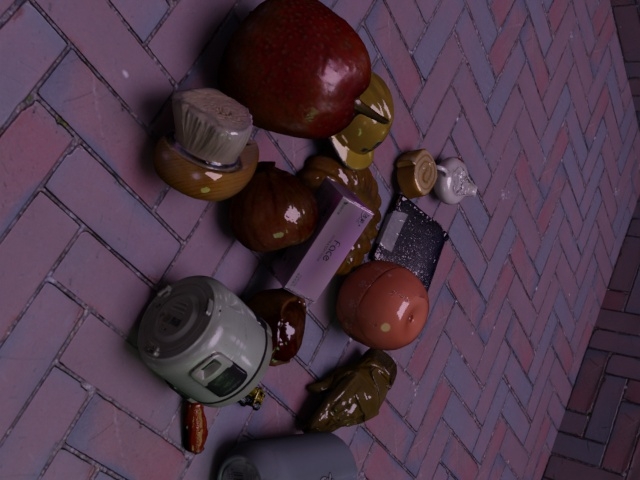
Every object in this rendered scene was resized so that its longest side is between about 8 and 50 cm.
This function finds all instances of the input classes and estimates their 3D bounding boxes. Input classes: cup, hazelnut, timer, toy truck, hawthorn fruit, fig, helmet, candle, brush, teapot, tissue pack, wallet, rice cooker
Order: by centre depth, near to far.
[{"bbox_3d":[-0.191,-0.192,1.487,0.267,0.174,0.166,-25,146,-60],"label":"brush"},{"bbox_3d":[-0.222,0.206,1.520,0.244,0.226,0.226,51,58,-47],"label":"rice cooker"},{"bbox_3d":[-0.021,-0.330,1.552,0.284,0.369,0.285,-62,175,-9],"label":"hawthorn fruit"},{"bbox_3d":[-0.264,0.373,1.636,0.053,0.048,0.162,0,109,-10],"label":"candle"},{"bbox_3d":[-0.106,-0.075,1.641,0.205,0.205,0.205,-14,109,-50],"label":"fig"},{"bbox_3d":[-0.099,0.188,1.712,0.202,0.160,0.170,-22,148,-46],"label":"hazelnut"},{"bbox_3d":[0.000,0.000,1.727,0.092,0.148,0.246,29,102,-24],"label":"tissue pack"},{"bbox_3d":[-0.166,0.352,1.759,0.083,0.049,0.054,40,65,-47],"label":"toy truck"},{"bbox_3d":[-0.081,0.556,1.784,0.312,0.205,0.205,11,88,-52],"label":"cup"},{"bbox_3d":[0.106,-0.310,1.843,0.205,0.140,0.257,-18,88,-52],"label":"helmet"},{"bbox_3d":[0.158,0.167,1.994,0.229,0.215,0.229,-25,125,-42],"label":"timer"},{"bbox_3d":[0.255,0.020,2.222,0.262,0.071,0.221,39,69,-39],"label":"wallet"},{"bbox_3d":[0.388,-0.183,2.332,0.226,0.092,0.145,22,77,-51],"label":"teapot"}]

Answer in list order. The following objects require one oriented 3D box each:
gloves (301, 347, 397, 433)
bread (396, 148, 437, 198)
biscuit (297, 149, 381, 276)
[{"bbox_3d":[0.082,0.402,2.015,0.331,0.141,0.154,-35,125,-43],"label":"gloves"},{"bbox_3d":[0.267,-0.191,2.179,0.122,0.073,0.149,61,41,-21],"label":"bread"},{"bbox_3d":[0.050,-0.067,1.914,0.326,0.107,0.325,-8,100,-50],"label":"biscuit"}]
